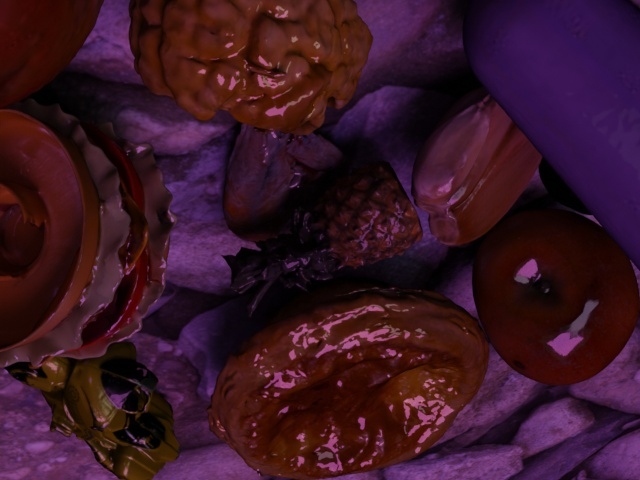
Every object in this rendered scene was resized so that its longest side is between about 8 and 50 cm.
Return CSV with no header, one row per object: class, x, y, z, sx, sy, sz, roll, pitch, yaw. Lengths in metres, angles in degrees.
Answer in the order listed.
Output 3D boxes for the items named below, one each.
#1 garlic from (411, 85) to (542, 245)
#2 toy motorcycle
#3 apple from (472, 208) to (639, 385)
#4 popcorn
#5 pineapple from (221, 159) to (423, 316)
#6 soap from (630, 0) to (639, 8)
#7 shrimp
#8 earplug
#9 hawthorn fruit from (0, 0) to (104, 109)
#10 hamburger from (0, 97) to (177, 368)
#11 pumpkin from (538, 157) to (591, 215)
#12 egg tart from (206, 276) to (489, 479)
garlic,0.199,-0.107,1.191,0.228,0.110,0.217,-45,146,-12
toy motorcycle,-0.308,0.242,1.378,0.206,0.142,0.342,10,149,25
apple,0.331,0.077,1.353,0.253,0.253,0.253,-11,140,-10
popcorn,-0.073,-0.197,0.898,0.250,0.250,0.190,23,108,-40
pineapple,-0.001,-0.001,1.169,0.248,0.128,0.128,-27,140,3
soap,0.342,-0.282,1.007,0.302,0.159,0.258,-16,144,-11
shrimp,-0.035,-0.100,1.157,0.164,0.062,0.317,-13,145,-20
earplug,0.343,-0.131,1.049,0.456,0.215,0.215,45,115,-7
hawthorn fruit,-0.316,-0.235,0.628,0.402,0.403,0.403,-11,140,-10
hamburger,-0.283,-0.005,1.001,0.274,0.274,0.212,-33,165,16
pumpkin,0.384,-0.105,1.247,0.194,0.150,0.194,-12,142,-10
egg tart,0.036,0.196,1.435,0.443,0.178,0.443,-10,138,-9
